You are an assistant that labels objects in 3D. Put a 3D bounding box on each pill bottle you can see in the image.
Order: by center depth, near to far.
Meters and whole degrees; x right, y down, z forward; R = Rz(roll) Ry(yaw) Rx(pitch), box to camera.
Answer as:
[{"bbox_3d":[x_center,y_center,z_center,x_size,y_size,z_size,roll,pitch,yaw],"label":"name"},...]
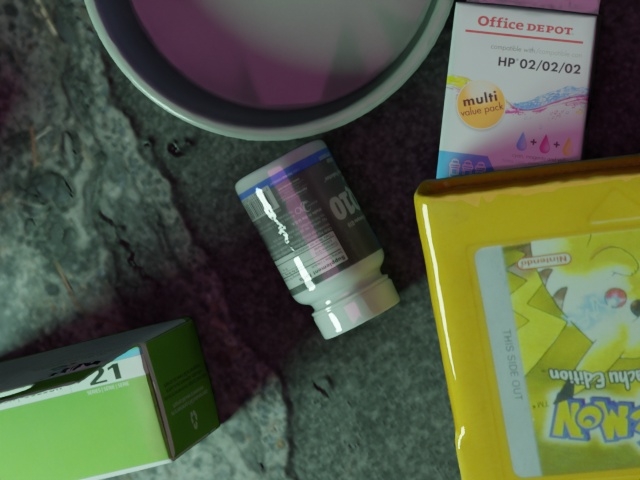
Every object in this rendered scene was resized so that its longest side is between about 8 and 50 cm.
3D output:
[{"bbox_3d":[0.000,0.000,1.371,0.078,0.078,0.137,-28,91,14],"label":"pill bottle"}]

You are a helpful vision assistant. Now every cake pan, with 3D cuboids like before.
[{"bbox_3d":[-0.036,-0.222,1.362,0.293,0.054,0.293,2,98,12],"label":"cake pan"}]

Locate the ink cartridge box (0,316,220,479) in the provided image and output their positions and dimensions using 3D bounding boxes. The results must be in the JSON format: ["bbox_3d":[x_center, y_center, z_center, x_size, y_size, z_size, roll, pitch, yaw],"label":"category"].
[{"bbox_3d":[-0.204,0.140,1.342,0.189,0.255,0.097,-14,94,14],"label":"ink cartridge box"}]

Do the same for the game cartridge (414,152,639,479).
[{"bbox_3d":[0.232,0.096,1.314,0.285,0.052,0.323,-7,107,13],"label":"game cartridge"}]

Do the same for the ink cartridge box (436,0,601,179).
[{"bbox_3d":[0.146,-0.117,1.332,0.104,0.061,0.181,7,99,10],"label":"ink cartridge box"}]
